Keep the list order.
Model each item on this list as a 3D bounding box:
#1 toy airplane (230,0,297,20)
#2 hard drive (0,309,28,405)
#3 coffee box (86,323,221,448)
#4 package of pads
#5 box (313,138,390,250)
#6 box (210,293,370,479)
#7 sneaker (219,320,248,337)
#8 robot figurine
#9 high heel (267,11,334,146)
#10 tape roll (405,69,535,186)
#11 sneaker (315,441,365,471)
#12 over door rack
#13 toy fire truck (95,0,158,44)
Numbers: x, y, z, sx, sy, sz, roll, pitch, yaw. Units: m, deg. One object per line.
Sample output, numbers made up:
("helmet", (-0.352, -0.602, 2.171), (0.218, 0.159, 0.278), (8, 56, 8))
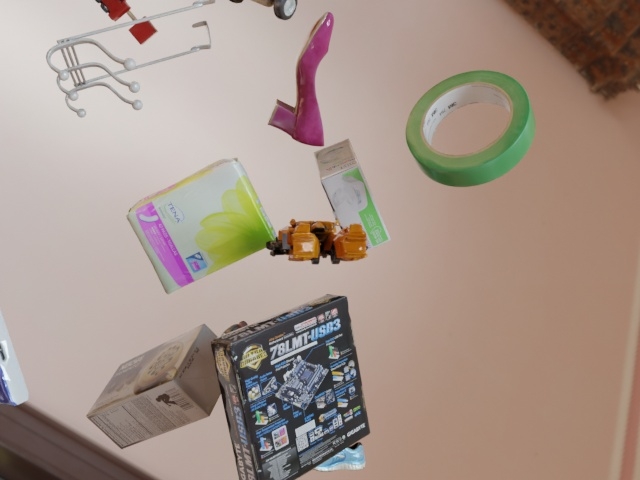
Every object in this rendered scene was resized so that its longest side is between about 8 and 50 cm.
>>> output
("toy airplane", (-0.042, -0.642, 1.505), (0.272, 0.385, 0.385), (81, -5, -53))
("hard drive", (-0.705, 0.222, 1.590), (0.318, 0.210, 0.040), (-7, -169, 44))
("coffee box", (-0.338, 0.315, 1.686), (0.297, 0.119, 0.168), (-27, -156, 35))
("package of pads", (-0.280, -0.042, 1.858), (0.296, 0.229, 0.101), (-25, -166, 0))
("box", (0.087, -0.130, 2.316), (0.126, 0.262, 0.231), (-23, -155, 4))
("box", (-0.046, 0.281, 1.484), (0.295, 0.294, 0.073), (-20, -168, -42))
("sneaker", (-0.165, 0.259, 1.943), (0.281, 0.106, 0.163), (-14, -133, 20))
("robot figurine", (0.000, 0.000, 1.615), (0.291, 0.210, 0.085), (-160, -110, -81))
("high heel", (-0.001, -0.289, 1.445), (0.082, 0.117, 0.244), (-92, -153, -65))
("tape roll", (0.380, -0.288, 2.015), (0.321, 0.077, 0.321), (-14, -126, 20))
("sneaker", (0.030, 0.507, 1.886), (0.063, 0.162, 0.073), (-176, -91, -68))
("over door rack", (-0.327, -0.340, 1.459), (0.324, 0.108, 0.239), (-31, 178, -13))
("toy fire truck", (-0.415, -0.486, 1.587), (0.047, 0.192, 0.135), (-38, -172, 6))
